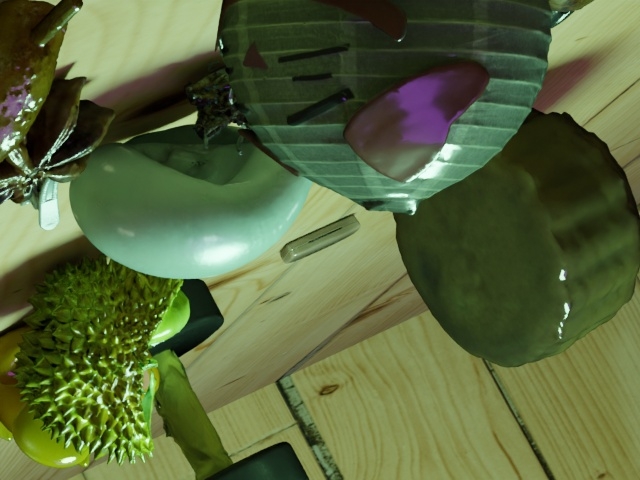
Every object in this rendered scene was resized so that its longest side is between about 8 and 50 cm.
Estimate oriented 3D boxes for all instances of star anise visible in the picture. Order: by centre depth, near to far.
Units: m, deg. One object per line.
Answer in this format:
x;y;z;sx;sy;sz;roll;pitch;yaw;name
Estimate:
-0.227;-0.066;1.312;0.168;0.057;0.168;-27;172;-4;star anise

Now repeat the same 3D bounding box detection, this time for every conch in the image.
-0.107;-0.043;1.484;0.221;0.185;0.121;-10;135;-23;conch

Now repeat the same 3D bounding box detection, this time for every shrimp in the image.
-0.061;-0.115;1.468;0.076;0.082;0.174;-42;171;39;shrimp

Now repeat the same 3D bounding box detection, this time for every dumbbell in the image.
-0.170;0.227;2.228;0.204;0.322;0.204;-28;171;-5;dumbbell

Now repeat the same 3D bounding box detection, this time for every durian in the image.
-0.235;0.121;1.840;0.237;0.176;0.200;98;13;-45;durian

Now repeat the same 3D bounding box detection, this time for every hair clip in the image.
-0.229;-0.046;1.482;0.030;0.039;0.115;-31;170;-25;hair clip

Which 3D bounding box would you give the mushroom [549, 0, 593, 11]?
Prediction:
0.231;-0.281;1.307;0.231;0.138;0.194;-41;155;11;mushroom

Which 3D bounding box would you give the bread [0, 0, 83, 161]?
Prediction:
-0.247;-0.072;1.118;0.344;0.084;0.124;-37;-149;43;bread

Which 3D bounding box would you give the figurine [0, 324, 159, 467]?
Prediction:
-0.305;0.166;2.055;0.215;0.215;0.228;-25;-175;-18;figurine

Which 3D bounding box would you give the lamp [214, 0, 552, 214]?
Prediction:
0.045;-0.133;1.182;0.233;0.233;0.265;-24;-172;-23;lamp

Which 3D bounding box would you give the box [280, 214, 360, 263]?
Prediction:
0.000;0.000;2.420;0.115;0.025;0.048;-24;168;-23;box

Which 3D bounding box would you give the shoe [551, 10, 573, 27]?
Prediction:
0.233;-0.256;1.634;0.053;0.062;0.159;-2;155;-42;shoe

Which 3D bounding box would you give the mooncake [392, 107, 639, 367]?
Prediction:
0.256;-0.009;2.218;0.187;0.324;0.324;-25;170;-35;mooncake
